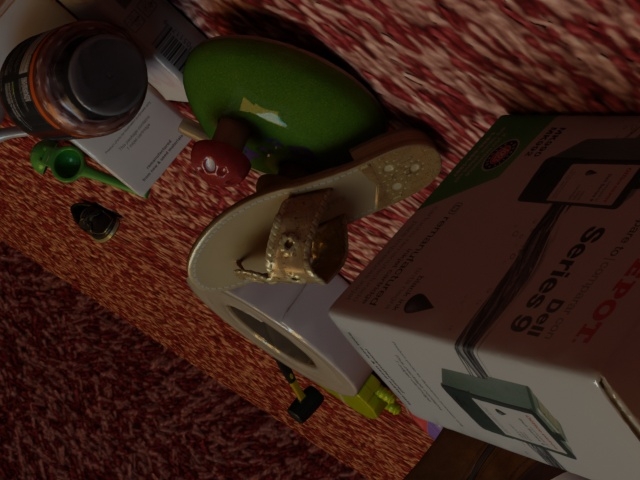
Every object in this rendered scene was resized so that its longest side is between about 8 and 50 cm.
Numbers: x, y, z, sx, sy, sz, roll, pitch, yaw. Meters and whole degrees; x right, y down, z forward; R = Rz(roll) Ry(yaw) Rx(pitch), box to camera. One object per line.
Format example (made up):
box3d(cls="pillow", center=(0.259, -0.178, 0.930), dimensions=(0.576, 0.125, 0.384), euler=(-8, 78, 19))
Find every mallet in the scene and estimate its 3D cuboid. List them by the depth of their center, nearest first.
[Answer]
box3d(cls="mallet", center=(-0.051, 0.240, 2.240), dimensions=(0.039, 0.062, 0.190), euler=(30, 165, 35))

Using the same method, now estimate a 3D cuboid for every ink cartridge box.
box3d(cls="ink cartridge box", center=(0.172, 0.028, 0.864), dimensions=(0.121, 0.211, 0.289), euler=(50, 161, -23))
box3d(cls="ink cartridge box", center=(-0.213, -0.214, 1.315), dimensions=(0.189, 0.066, 0.232), euler=(42, 161, -29))
box3d(cls="ink cartridge box", center=(-0.264, -0.170, 1.431), dimensions=(0.237, 0.100, 0.172), euler=(42, 176, -27))

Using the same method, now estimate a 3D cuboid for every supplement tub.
box3d(cls="supplement tub", center=(-0.220, -0.143, 1.233), dimensions=(0.106, 0.106, 0.198), euler=(41, 166, -23))

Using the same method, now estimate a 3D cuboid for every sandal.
box3d(cls="sandal", center=(-0.003, -0.004, 1.120), dimensions=(0.088, 0.240, 0.079), euler=(51, -167, -45))

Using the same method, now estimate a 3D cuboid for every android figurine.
box3d(cls="android figurine", center=(0.012, 0.199, 2.191), dimensions=(0.273, 0.056, 0.248), euler=(30, 165, 24))

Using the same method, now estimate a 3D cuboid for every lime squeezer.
box3d(cls="lime squeezer", center=(-0.381, -0.107, 2.085), dimensions=(0.310, 0.059, 0.110), euler=(16, 157, 52))

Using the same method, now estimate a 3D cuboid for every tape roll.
box3d(cls="tape roll", center=(-0.041, 0.094, 1.858), dimensions=(0.286, 0.100, 0.286), euler=(33, 167, 9))

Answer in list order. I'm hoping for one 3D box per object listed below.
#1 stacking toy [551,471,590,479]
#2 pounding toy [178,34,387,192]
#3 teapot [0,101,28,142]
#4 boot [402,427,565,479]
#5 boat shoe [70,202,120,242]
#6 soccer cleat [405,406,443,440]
box3d(cls="stacking toy", center=(0.381, 0.413, 1.675), dimensions=(0.480, 0.350, 0.350), euler=(56, 162, -11))
box3d(cls="pounding toy", center=(-0.051, -0.071, 1.182), dimensions=(0.183, 0.110, 0.237), euler=(22, 159, -4))
box3d(cls="teapot", center=(-0.461, -0.227, 1.621), dimensions=(0.256, 0.187, 0.252), euler=(10, -147, -53))
box3d(cls="boot", center=(0.218, 0.268, 1.437), dimensions=(0.264, 0.280, 0.096), euler=(31, 166, 19))
box3d(cls="boat shoe", center=(-0.398, -0.034, 2.377), dimensions=(0.049, 0.056, 0.152), euler=(37, 168, -30))
box3d(cls="soccer cleat", center=(0.223, 0.290, 1.951), dimensions=(0.248, 0.083, 0.095), euler=(44, 159, -25))
